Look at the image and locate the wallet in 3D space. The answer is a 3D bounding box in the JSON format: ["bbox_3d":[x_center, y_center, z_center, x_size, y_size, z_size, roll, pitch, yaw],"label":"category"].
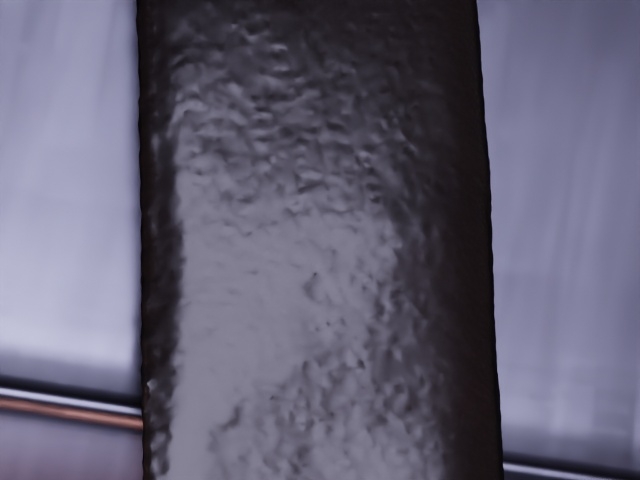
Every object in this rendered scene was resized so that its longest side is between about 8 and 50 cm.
[{"bbox_3d":[0.000,0.000,0.577,0.124,0.025,0.244,0,78,-11],"label":"wallet"}]
